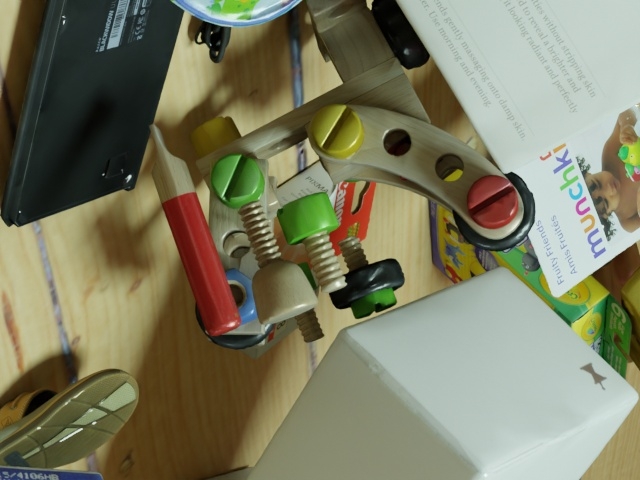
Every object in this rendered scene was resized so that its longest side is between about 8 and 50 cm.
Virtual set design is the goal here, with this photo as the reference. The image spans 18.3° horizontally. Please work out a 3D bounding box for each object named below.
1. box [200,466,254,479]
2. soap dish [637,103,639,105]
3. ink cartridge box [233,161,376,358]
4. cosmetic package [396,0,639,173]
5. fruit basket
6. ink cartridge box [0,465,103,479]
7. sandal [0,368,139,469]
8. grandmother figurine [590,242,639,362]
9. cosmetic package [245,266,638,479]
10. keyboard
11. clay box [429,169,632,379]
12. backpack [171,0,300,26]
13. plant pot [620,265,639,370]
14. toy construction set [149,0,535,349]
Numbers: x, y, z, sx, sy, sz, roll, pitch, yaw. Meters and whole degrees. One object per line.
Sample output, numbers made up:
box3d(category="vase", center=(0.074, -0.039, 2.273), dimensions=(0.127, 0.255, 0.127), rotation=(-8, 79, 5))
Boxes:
box3d(category="box", center=(-0.100, 0.305, 1.793), dimensions=(0.130, 0.091, 0.170), rotation=(-5, 126, -58))
box3d(category="soap dish", center=(0.210, -0.262, 1.452), dimensions=(0.118, 0.229, 0.291), rotation=(-105, -146, -67))
box3d(category="ink cartridge box", center=(0.000, 0.000, 1.640), dimensions=(0.179, 0.045, 0.145), rotation=(-32, 147, -34))
box3d(category="cosmetic package", center=(0.231, -0.236, 1.279), dimensions=(0.385, 0.217, 0.156), rotation=(-27, -163, 15))
box3d(category="fruit basket", center=(0.269, -0.176, 1.638), dimensions=(0.353, 0.165, 0.327), rotation=(-34, 111, -32))
box3d(category="ink cartridge box", center=(-0.326, 0.256, 1.183), dimensions=(0.324, 0.071, 0.330), rotation=(8, 129, -31))
box3d(category="sandal", center=(-0.216, 0.142, 1.444), dimensions=(0.180, 0.049, 0.072), rotation=(-33, 145, -10))
box3d(category="grandmother figurine", center=(0.237, -0.060, 1.825), dimensions=(0.104, 0.208, 0.342), rotation=(-22, 125, -10))
box3d(category="cosmetic package", center=(0.033, 0.253, 1.590), dimensions=(0.230, 0.161, 0.453), rotation=(-17, 146, -51))
box3d(category="keyboard", center=(-0.107, -0.161, 1.264), dimensions=(0.201, 0.033, 0.317), rotation=(-23, 142, -46))
box3d(category="clay box", center=(0.190, 0.044, 1.811), dimensions=(0.053, 0.222, 0.127), rotation=(-35, 150, -17))
box3d(category="backpack", center=(-0.091, -0.264, 0.947), dimensions=(0.290, 0.273, 0.355), rotation=(-54, 168, -17))
box3d(category="plant pot", center=(0.382, 0.081, 1.745), dimensions=(0.187, 0.212, 0.212), rotation=(-30, 152, -4))
box3d(category="toy construction set", center=(-0.020, -0.066, 1.371), dimensions=(0.257, 0.237, 0.309), rotation=(-24, 172, 27))
